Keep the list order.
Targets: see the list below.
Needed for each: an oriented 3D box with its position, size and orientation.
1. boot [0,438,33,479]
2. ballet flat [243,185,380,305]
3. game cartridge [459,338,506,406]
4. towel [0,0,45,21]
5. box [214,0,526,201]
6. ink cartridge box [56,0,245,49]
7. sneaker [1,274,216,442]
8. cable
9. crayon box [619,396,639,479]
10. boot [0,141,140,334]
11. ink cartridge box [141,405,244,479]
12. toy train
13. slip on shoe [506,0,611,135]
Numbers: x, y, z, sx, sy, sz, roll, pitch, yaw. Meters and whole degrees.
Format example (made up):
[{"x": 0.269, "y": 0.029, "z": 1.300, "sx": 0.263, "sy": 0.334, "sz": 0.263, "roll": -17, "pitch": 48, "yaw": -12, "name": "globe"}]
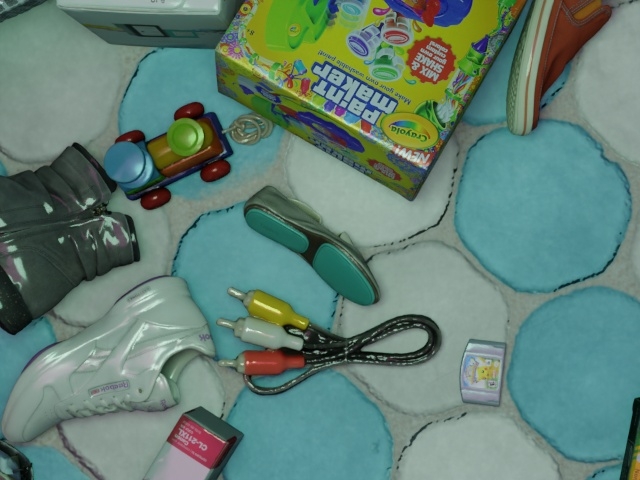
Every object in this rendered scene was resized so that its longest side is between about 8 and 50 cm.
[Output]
[{"x": -0.396, "y": 0.332, "z": 1.901, "sx": 0.219, "sy": 0.082, "sz": 0.106, "roll": 26, "pitch": 93, "yaw": 7, "name": "boot"}, {"x": 0.000, "y": 0.000, "z": 1.887, "sx": 0.213, "sy": 0.072, "sz": 0.068, "roll": 35, "pitch": 48, "yaw": 4, "name": "ballet flat"}, {"x": 0.208, "y": 0.170, "z": 1.891, "sx": 0.056, "sy": 0.017, "sz": 0.083, "roll": 6, "pitch": 89, "yaw": 8, "name": "game cartridge"}, {"x": -0.424, "y": -0.310, "z": 1.819, "sx": 0.235, "sy": 0.283, "sz": 0.121, "roll": -25, "pitch": 105, "yaw": 3, "name": "towel"}, {"x": 0.064, "y": -0.249, "z": 1.806, "sx": 0.290, "sy": 0.177, "sz": 0.279, "roll": 29, "pitch": 79, "yaw": 3, "name": "box"}, {"x": -0.193, "y": -0.355, "z": 1.808, "sx": 0.197, "sy": 0.270, "sz": 0.198, "roll": 3, "pitch": 88, "yaw": 5, "name": "ink cartridge box"}, {"x": -0.271, "y": 0.178, "z": 1.867, "sx": 0.305, "sy": 0.114, "sz": 0.152, "roll": -37, "pitch": 72, "yaw": 3, "name": "sneaker"}, {"x": 0.008, "y": 0.144, "z": 1.879, "sx": 0.287, "sy": 0.072, "sz": 0.139, "roll": 8, "pitch": 93, "yaw": 4, "name": "cable"}, {"x": 0.538, "y": 0.328, "z": 1.828, "sx": 0.323, "sy": 0.083, "sz": 0.203, "roll": 11, "pitch": 90, "yaw": 4, "name": "crayon box"}, {"x": -0.399, "y": -0.067, "z": 1.889, "sx": 0.223, "sy": 0.118, "sz": 0.338, "roll": -35, "pitch": 97, "yaw": -15, "name": "boot"}, {"x": -0.180, "y": 0.306, "z": 1.861, "sx": 0.072, "sy": 0.127, "sz": 0.175, "roll": 32, "pitch": 91, "yaw": 6, "name": "ink cartridge box"}, {"x": -0.155, "y": -0.131, "z": 1.862, "sx": 0.248, "sy": 0.143, "sz": 0.105, "roll": -25, "pitch": 87, "yaw": 4, "name": "toy train"}, {"x": 0.314, "y": -0.285, "z": 1.848, "sx": 0.101, "sy": 0.123, "sz": 0.331, "roll": 21, "pitch": 85, "yaw": 1, "name": "slip on shoe"}]
